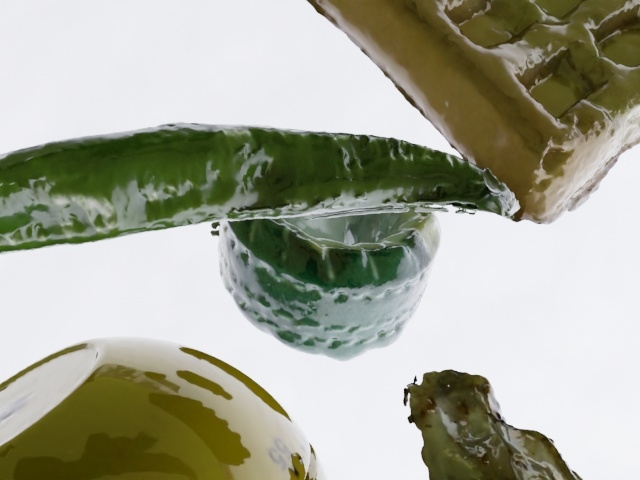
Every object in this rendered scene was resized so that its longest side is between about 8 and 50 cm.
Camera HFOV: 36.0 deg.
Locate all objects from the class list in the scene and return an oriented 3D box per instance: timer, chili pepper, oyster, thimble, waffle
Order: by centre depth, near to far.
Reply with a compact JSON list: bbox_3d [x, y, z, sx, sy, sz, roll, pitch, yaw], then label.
[{"bbox_3d":[-0.076,-0.026,0.525,0.359,0.085,0.076,-7,-102,-7],"label":"chili pepper"},{"bbox_3d":[-0.135,0.279,0.758,0.376,0.376,0.387,-27,-77,11],"label":"timer"},{"bbox_3d":[0.144,-0.203,0.766,0.304,0.077,0.348,-31,-110,-30],"label":"waffle"},{"bbox_3d":[0.181,0.213,0.774,0.094,0.166,0.294,-21,-110,-35],"label":"oyster"},{"bbox_3d":[0.000,0.000,1.201,0.288,0.167,0.254,34,-137,27],"label":"thimble"}]
